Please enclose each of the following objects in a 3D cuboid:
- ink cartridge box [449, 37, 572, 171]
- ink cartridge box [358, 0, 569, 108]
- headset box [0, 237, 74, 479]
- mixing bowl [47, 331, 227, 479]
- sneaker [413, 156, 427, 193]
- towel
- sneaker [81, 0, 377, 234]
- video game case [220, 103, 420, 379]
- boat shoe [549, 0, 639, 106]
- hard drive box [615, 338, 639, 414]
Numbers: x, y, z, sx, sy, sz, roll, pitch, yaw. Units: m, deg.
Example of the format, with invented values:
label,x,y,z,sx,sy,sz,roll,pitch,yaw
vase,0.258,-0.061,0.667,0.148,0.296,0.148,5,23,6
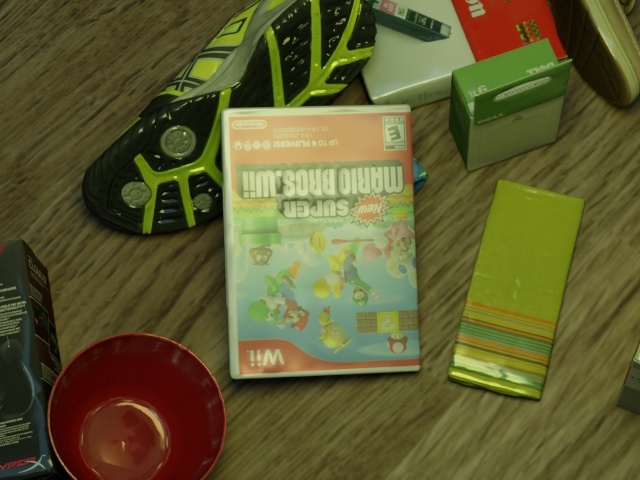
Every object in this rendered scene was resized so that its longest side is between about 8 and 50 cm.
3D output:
label,x,y,z,sx,sy,sz,roll,pitch,yaw
ink cartridge box,0.198,-0.153,1.483,0.109,0.209,0.062,-19,71,-2
ink cartridge box,0.134,-0.301,1.628,0.239,0.060,0.275,-18,69,0
headset box,-0.392,0.141,1.485,0.218,0.110,0.293,-14,69,0
mixing bowl,-0.195,0.196,1.438,0.182,0.098,0.181,7,64,-14
sneaker,0.015,-0.039,1.523,0.240,0.091,0.126,-38,71,-10
towel,0.213,0.052,1.508,0.102,0.021,0.237,15,71,5
sneaker,-0.105,-0.151,1.572,0.385,0.145,0.147,-37,28,3
video game case,0.000,0.000,1.476,0.204,0.025,0.285,-2,89,-7
boat shoe,0.311,-0.291,1.581,0.098,0.109,0.302,-18,64,-9
hard drive box,0.385,0.057,1.401,0.089,0.181,0.232,20,72,13
